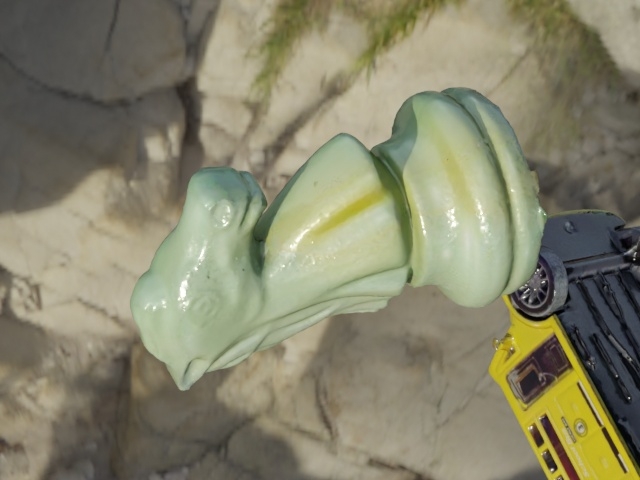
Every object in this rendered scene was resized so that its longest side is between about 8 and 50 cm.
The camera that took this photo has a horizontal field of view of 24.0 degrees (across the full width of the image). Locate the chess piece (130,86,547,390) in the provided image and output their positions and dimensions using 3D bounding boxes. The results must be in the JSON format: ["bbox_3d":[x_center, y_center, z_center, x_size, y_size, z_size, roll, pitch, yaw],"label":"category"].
[{"bbox_3d":[0.000,0.000,1.120,0.298,0.176,0.175,-19,68,-14],"label":"chess piece"}]

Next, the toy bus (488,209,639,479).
[{"bbox_3d":[0.246,0.141,1.240,0.145,0.151,0.331,-10,63,-35],"label":"toy bus"}]
